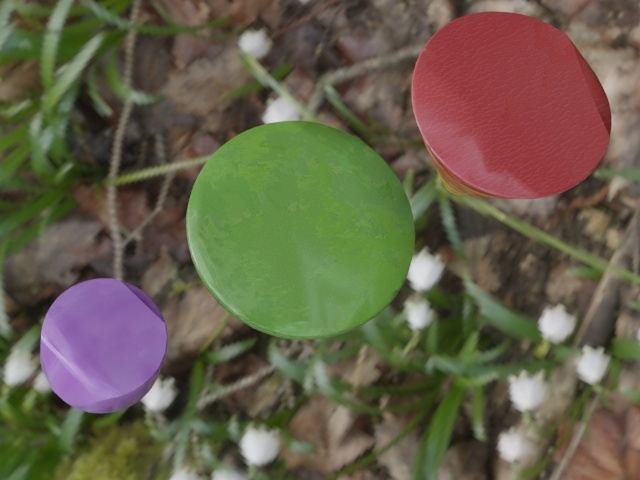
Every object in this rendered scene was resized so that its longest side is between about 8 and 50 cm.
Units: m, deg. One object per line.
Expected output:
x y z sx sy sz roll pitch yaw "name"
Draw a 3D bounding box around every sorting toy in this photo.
0.000 0.000 0.943 0.127 0.365 0.126 55 160 11 "sorting toy"
